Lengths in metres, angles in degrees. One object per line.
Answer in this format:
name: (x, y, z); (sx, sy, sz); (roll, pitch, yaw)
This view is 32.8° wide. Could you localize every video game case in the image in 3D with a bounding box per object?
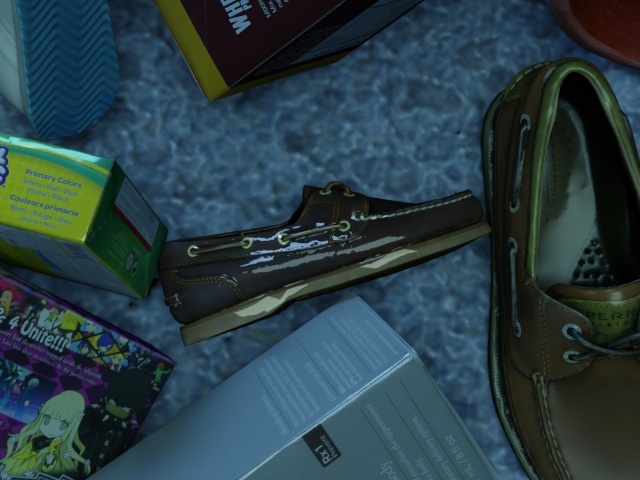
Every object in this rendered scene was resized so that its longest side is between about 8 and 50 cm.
video game case: (-0.222, 0.111, 0.603); (0.232, 0.042, 0.210); (34, 85, -40)

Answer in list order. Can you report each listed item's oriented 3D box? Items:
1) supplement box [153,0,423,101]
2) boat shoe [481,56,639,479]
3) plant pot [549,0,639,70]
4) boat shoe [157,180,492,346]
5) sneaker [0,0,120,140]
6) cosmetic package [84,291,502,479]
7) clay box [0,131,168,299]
supplement box: (-0.010, -0.214, 0.608); (0.129, 0.194, 0.191); (-28, 89, -49)
boat shoe: (0.158, 0.043, 0.665); (0.110, 0.104, 0.307); (-13, 88, -5)
plant pot: (0.268, -0.265, 0.622); (0.272, 0.272, 0.265); (3, 76, -4)
boat shoe: (0.000, 0.000, 0.672); (0.207, 0.073, 0.073); (-18, 85, -4)
sneaker: (-0.165, -0.170, 0.609); (0.087, 0.229, 0.092); (-25, 52, -39)
cosmetic package: (-0.032, 0.155, 0.631); (0.238, 0.107, 0.127); (-38, 118, -7)
clay box: (-0.209, -0.029, 0.616); (0.222, 0.127, 0.053); (15, 76, 9)
